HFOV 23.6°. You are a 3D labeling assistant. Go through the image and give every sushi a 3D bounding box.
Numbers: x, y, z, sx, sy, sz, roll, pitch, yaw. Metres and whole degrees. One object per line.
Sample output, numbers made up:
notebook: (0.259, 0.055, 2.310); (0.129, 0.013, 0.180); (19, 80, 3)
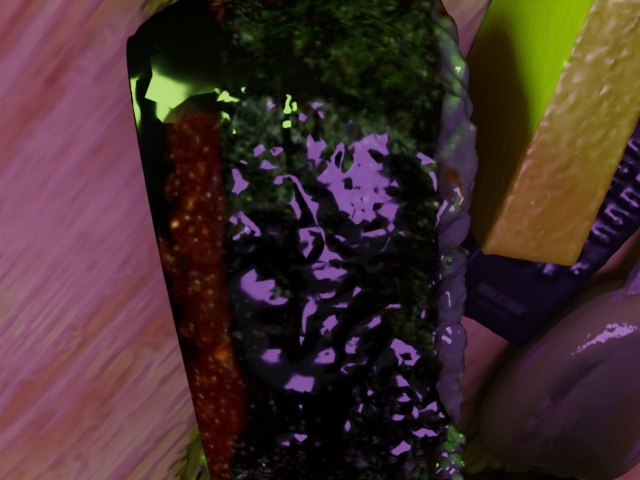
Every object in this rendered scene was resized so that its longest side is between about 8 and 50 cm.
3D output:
sushi: (0.000, 0.000, 0.634); (0.126, 0.136, 0.225); (-8, 120, -1)

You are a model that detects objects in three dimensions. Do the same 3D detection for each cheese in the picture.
cheese: (0.152, 0.039, 0.748); (0.097, 0.037, 0.192); (13, 122, -20)

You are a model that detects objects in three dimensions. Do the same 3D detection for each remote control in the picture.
remote control: (0.145, -0.048, 0.690); (0.063, 0.025, 0.245); (29, 117, -26)

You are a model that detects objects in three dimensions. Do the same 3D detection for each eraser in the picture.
eraser: (0.094, -0.067, 0.623); (0.045, 0.097, 0.122); (10, 124, -14)

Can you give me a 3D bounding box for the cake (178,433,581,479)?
cake: (0.051, 0.268, 0.714); (0.282, 0.256, 0.290); (6, 102, -14)
